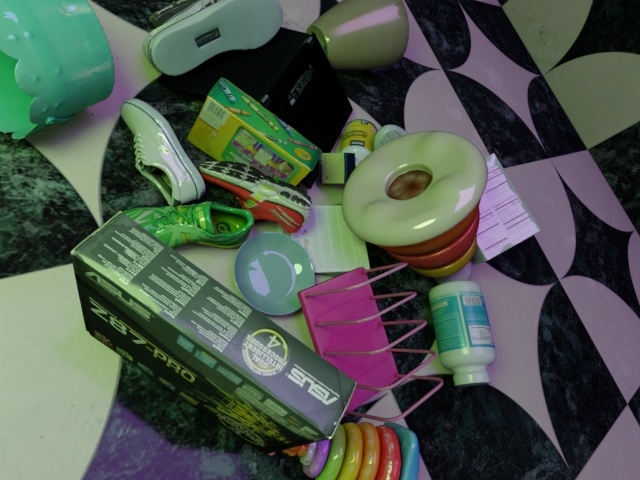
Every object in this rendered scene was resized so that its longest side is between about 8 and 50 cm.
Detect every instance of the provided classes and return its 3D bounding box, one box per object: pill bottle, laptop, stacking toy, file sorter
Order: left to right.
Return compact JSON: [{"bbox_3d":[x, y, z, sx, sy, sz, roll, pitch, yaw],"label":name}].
[{"bbox_3d":[-0.146,-0.402,1.188,0.408,0.237,0.381,54,46,-35],"label":"laptop"},{"bbox_3d":[0.022,0.419,0.834,0.302,0.166,0.175,20,72,-11],"label":"stacking toy"},{"bbox_3d":[0.109,-0.264,1.250,0.103,0.103,0.184,25,55,-21],"label":"pill bottle"},{"bbox_3d":[0.119,0.212,0.928,0.202,0.182,0.290,-18,91,-39],"label":"file sorter"},{"bbox_3d":[0.295,-0.015,1.139,0.480,0.351,0.350,54,41,-43],"label":"stacking toy"},{"bbox_3d":[0.384,0.251,1.147,0.146,0.146,0.263,12,62,-29],"label":"pill bottle"}]

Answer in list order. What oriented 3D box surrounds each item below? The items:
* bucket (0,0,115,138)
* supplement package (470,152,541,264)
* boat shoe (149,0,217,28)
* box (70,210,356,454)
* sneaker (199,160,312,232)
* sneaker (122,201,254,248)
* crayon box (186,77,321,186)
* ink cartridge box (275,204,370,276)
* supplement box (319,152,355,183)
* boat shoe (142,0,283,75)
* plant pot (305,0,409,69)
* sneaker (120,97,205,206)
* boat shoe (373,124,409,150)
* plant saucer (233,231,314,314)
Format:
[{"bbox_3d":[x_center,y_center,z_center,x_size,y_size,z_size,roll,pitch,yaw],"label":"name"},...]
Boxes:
[{"bbox_3d":[-0.527,-0.340,0.760,0.281,0.281,0.183,50,49,-3],"label":"bucket"},{"bbox_3d":[0.476,-0.082,1.301,0.198,0.199,0.262,-28,83,-8],"label":"supplement package"},{"bbox_3d":[-0.359,-0.612,1.128,0.070,0.078,0.219,42,52,-10],"label":"boat shoe"},{"bbox_3d":[-0.181,0.173,0.659,0.395,0.318,0.097,37,51,-2],"label":"box"},{"bbox_3d":[-0.162,-0.095,0.985,0.279,0.118,0.107,25,26,1],"label":"sneaker"},{"bbox_3d":[-0.272,-0.038,0.866,0.296,0.123,0.109,-7,71,-35],"label":"sneaker"},{"bbox_3d":[-0.159,-0.227,1.011,0.278,0.165,0.081,34,53,-16],"label":"crayon box"},{"bbox_3d":[0.000,0.000,1.092,0.233,0.066,0.189,-3,68,-12],"label":"ink cartridge box"},{"bbox_3d":[0.046,-0.197,1.160,0.056,0.083,0.083,-15,106,-60],"label":"supplement box"},{"bbox_3d":[-0.278,-0.533,1.076,0.367,0.135,0.156,-35,50,-18],"label":"boat shoe"},{"bbox_3d":[0.099,-0.659,1.375,0.274,0.256,0.256,-28,84,-24],"label":"plant pot"},{"bbox_3d":[-0.353,-0.188,0.906,0.258,0.094,0.091,52,45,-2],"label":"sneaker"},{"bbox_3d":[0.245,-0.253,1.301,0.335,0.121,0.119,38,26,-50],"label":"boat shoe"},{"bbox_3d":[-0.108,0.077,0.968,0.195,0.037,0.194,11,65,-25],"label":"plant saucer"}]
